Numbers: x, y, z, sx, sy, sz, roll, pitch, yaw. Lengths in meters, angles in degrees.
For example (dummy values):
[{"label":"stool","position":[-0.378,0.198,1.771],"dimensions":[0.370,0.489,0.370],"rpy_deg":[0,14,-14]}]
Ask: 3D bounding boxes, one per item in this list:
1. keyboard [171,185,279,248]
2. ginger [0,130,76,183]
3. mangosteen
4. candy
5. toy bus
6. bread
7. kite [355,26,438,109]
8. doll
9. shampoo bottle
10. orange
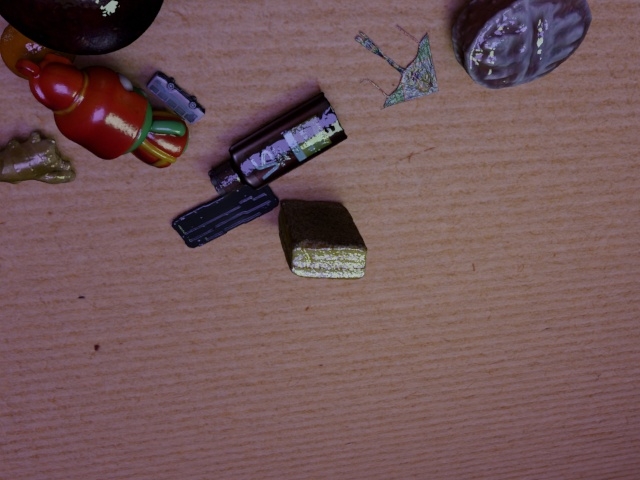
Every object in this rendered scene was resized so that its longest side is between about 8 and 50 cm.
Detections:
[{"label":"keyboard","position":[-0.233,-0.067,1.485],"dimensions":[0.262,0.016,0.106],"rpy_deg":[-26,124,6]},{"label":"ginger","position":[-0.636,-0.170,1.288],"dimensions":[0.205,0.081,0.115],"rpy_deg":[-1,155,-21]},{"label":"mangosteen","position":[-0.409,-0.481,0.984],"dimensions":[0.306,0.307,0.347],"rpy_deg":[-1,141,-12]},{"label":"candy","position":[0.424,-0.448,1.291],"dimensions":[0.289,0.157,0.214],"rpy_deg":[-19,140,-8]},{"label":"toy bus","position":[-0.311,-0.307,1.295],"dimensions":[0.052,0.037,0.130],"rpy_deg":[-40,122,17]},{"label":"bread","position":[0.000,0.000,1.448],"dimensions":[0.184,0.234,0.111],"rpy_deg":[3,121,-13]},{"label":"kite","position":[0.174,-0.391,1.363],"dimensions":[0.244,0.006,0.198],"rpy_deg":[24,116,-26]},{"label":"doll","position":[-0.426,-0.250,1.183],"dimensions":[0.363,0.182,0.160],"rpy_deg":[32,69,-49]},{"label":"shampoo bottle","position":[-0.104,-0.207,1.379],"dimensions":[0.322,0.084,0.129],"rpy_deg":[-28,122,7]},{"label":"orange","position":[-0.543,-0.369,1.151],"dimensions":[0.135,0.117,0.136],"rpy_deg":[-39,160,-17]}]
